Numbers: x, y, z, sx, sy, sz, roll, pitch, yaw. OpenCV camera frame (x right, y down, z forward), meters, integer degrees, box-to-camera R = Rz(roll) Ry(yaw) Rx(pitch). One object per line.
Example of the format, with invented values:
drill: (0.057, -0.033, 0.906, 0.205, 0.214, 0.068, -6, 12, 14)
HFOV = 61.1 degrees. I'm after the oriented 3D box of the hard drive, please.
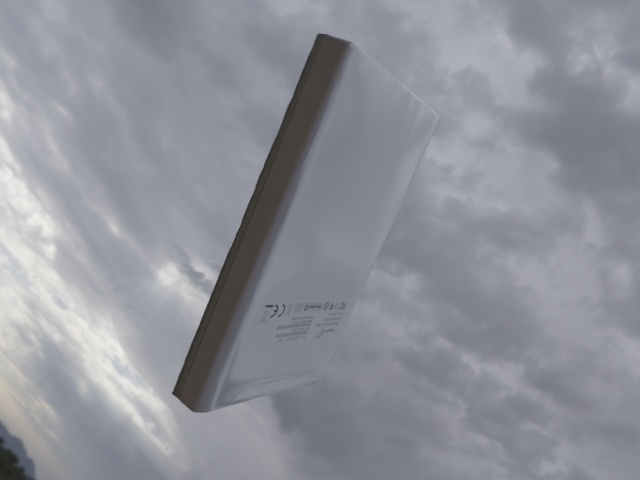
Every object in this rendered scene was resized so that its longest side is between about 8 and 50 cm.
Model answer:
hard drive: (0.000, 0.000, 0.499, 0.040, 0.203, 0.308, 28, -80, 30)
